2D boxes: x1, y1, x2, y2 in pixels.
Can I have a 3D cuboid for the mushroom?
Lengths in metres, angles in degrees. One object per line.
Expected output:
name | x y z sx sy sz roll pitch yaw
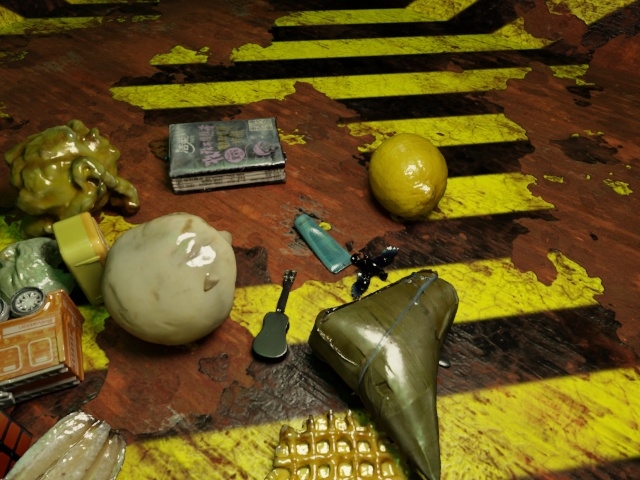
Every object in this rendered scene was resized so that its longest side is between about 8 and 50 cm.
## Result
mushroom | -0.319 0.073 1.041 0.314 0.315 0.336 13 19 9

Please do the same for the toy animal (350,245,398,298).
toy animal | 0.133 0.068 1.179 0.108 0.062 0.220 43 55 0

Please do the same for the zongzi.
zongzi | 0.220 0.249 0.929 0.355 0.174 0.393 -23 49 -27

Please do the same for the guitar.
guitar | -0.098 0.169 1.081 0.083 0.038 0.271 10 49 4

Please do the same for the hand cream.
hand cream | 0.000 0.000 1.242 0.083 0.048 0.224 -30 62 -26

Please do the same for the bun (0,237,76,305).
bun | -0.694 0.075 1.057 0.212 0.127 0.204 18 61 24

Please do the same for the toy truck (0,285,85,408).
toy truck | -0.700 0.249 0.893 0.387 0.173 0.207 -14 59 -18

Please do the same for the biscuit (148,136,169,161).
biscuit | -0.524 -0.313 1.505 0.119 0.019 0.130 -9 50 -11

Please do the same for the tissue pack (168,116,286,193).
tissue pack | -0.301 -0.285 1.423 0.360 0.122 0.259 -9 51 -9

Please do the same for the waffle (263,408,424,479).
waffle | 0.044 0.468 0.804 0.328 0.062 0.329 2 47 -3

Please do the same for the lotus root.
lotus root | -0.487 0.465 0.754 0.167 0.078 0.329 42 49 -4

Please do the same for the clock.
clock | -0.549 0.046 1.059 0.096 0.202 0.143 -23 53 -20

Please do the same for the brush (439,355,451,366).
brush | 0.263 0.271 1.027 0.083 0.008 0.024 23 53 18

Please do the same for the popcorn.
popcorn | -0.689 -0.168 1.201 0.320 0.290 0.326 -15 22 -10

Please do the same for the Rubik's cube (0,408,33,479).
Rubik's cube | -0.640 0.397 0.770 0.162 0.163 0.161 1 48 -7

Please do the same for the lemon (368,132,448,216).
lemon | 0.253 -0.192 1.294 0.235 0.236 0.263 14 29 10
